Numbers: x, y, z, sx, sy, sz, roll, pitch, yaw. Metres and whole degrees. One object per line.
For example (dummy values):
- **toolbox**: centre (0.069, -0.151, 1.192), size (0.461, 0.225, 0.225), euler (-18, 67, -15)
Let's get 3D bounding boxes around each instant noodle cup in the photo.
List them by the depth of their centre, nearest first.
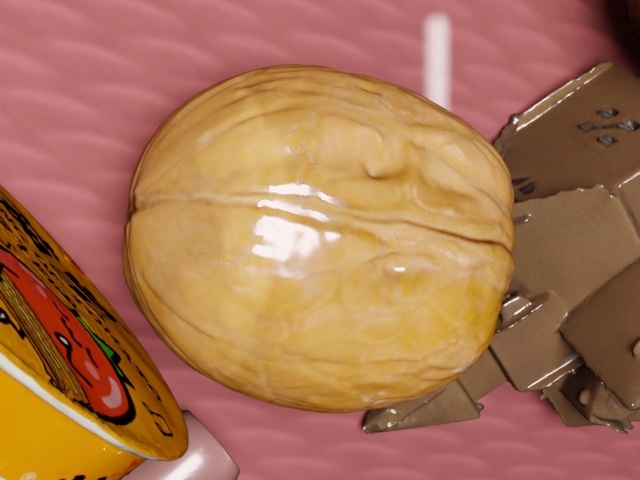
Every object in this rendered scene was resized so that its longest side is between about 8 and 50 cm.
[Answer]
- **instant noodle cup**: centre (-0.184, 0.058, 0.416), size (0.172, 0.216, 0.216), euler (-43, 118, -1)

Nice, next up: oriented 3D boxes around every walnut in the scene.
- **walnut**: centre (0.000, 0.000, 0.516), size (0.197, 0.165, 0.165), euler (4, 101, -25)

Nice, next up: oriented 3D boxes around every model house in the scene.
- **model house**: centre (0.134, 0.052, 0.611), size (0.248, 0.176, 0.181), euler (-35, 117, 3)

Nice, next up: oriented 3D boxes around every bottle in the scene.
- **bottle**: centre (-0.108, 0.150, 0.556), size (0.140, 0.053, 0.053), euler (-40, 117, -12)

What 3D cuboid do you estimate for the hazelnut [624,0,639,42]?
- **hazelnut**: centre (0.336, -0.165, 0.553), size (0.365, 0.366, 0.366), euler (-7, 106, -25)
